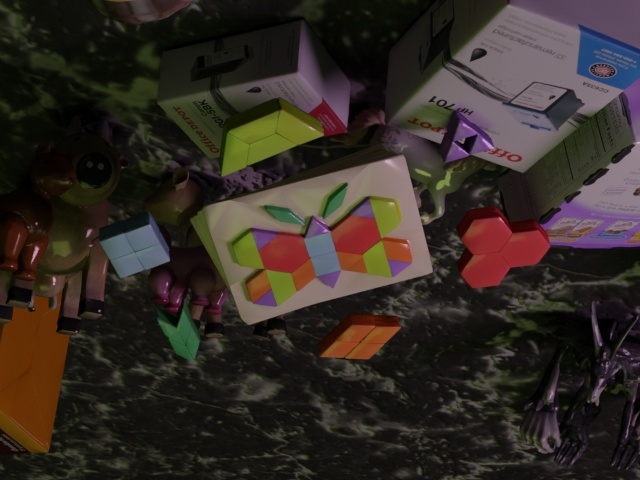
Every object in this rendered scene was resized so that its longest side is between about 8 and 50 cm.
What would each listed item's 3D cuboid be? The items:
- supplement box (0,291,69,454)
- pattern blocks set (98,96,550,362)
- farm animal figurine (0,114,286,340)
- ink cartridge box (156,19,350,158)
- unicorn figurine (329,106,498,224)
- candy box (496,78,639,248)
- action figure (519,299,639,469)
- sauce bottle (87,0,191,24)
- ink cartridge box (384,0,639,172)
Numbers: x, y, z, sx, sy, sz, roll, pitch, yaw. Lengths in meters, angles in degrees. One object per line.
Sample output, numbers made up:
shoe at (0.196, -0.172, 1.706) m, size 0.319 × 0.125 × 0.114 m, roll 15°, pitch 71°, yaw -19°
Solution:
supplement box at (-0.382, 0.115, 1.754) m, size 0.194 × 0.191 × 0.129 m, roll -6°, pitch 149°, yaw 19°
pattern blocks set at (0.000, 0.000, 1.375) m, size 0.324 × 0.026 × 0.285 m, roll -26°, pitch 130°, yaw 13°
farm animal figurine at (-0.204, -0.015, 1.545) m, size 0.330 × 0.172 × 0.326 m, roll 17°, pitch 161°, yaw -35°
ink cartridge box at (-0.056, -0.125, 1.417) m, size 0.135 × 0.056 × 0.099 m, roll -10°, pitch 148°, yaw 24°
unicorn figurine at (0.095, -0.068, 1.486) m, size 0.162 × 0.060 × 0.111 m, roll 22°, pitch 136°, yaw -16°
candy box at (0.271, -0.063, 1.422) m, size 0.164 × 0.070 × 0.196 m, roll 2°, pitch 154°, yaw -26°
action figure at (0.307, 0.175, 1.806) m, size 0.164 × 0.141 × 0.276 m, roll 10°, pitch 154°, yaw 16°
sauce bottle at (-0.162, -0.282, 1.102) m, size 0.111 × 0.111 × 0.344 m, roll -2°, pitch 151°, yaw 13°
ink cartridge box at (0.155, -0.145, 1.324) m, size 0.139 × 0.082 × 0.190 m, roll 17°, pitch 147°, yaw -20°
